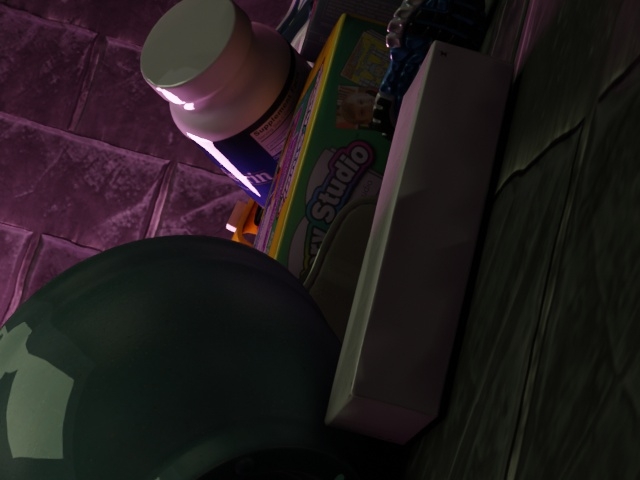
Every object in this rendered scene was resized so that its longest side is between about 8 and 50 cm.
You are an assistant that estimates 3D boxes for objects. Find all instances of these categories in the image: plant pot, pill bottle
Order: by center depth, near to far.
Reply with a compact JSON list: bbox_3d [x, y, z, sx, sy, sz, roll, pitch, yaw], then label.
[{"bbox_3d":[-0.082,0.168,1.122,0.196,0.293,0.293,44,122,54],"label":"plant pot"},{"bbox_3d":[-0.070,-0.145,1.802,0.265,0.153,0.153,44,-131,-43],"label":"pill bottle"}]

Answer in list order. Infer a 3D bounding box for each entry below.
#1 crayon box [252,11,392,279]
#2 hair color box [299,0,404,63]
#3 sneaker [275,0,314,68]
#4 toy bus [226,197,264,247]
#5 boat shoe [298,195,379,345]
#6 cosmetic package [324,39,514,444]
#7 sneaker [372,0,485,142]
[{"bbox_3d":[0.000,0.000,1.566,0.313,0.106,0.362,140,146,-80],"label":"crayon box"},{"bbox_3d":[0.086,-0.382,1.798,0.185,0.114,0.374,-80,8,-55],"label":"hair color box"},{"bbox_3d":[0.049,-0.315,2.182,0.322,0.130,0.236,-58,23,-14],"label":"sneaker"},{"bbox_3d":[-0.061,-0.009,2.001,0.191,0.104,0.202,-74,8,-75],"label":"toy bus"},{"bbox_3d":[-0.002,0.072,1.315,0.227,0.081,0.068,-55,-13,-12],"label":"boat shoe"},{"bbox_3d":[0.064,0.003,1.045,0.099,0.060,0.239,113,171,-71],"label":"cosmetic package"},{"bbox_3d":[0.088,-0.162,1.312,0.190,0.071,0.083,113,178,-53],"label":"sneaker"}]
